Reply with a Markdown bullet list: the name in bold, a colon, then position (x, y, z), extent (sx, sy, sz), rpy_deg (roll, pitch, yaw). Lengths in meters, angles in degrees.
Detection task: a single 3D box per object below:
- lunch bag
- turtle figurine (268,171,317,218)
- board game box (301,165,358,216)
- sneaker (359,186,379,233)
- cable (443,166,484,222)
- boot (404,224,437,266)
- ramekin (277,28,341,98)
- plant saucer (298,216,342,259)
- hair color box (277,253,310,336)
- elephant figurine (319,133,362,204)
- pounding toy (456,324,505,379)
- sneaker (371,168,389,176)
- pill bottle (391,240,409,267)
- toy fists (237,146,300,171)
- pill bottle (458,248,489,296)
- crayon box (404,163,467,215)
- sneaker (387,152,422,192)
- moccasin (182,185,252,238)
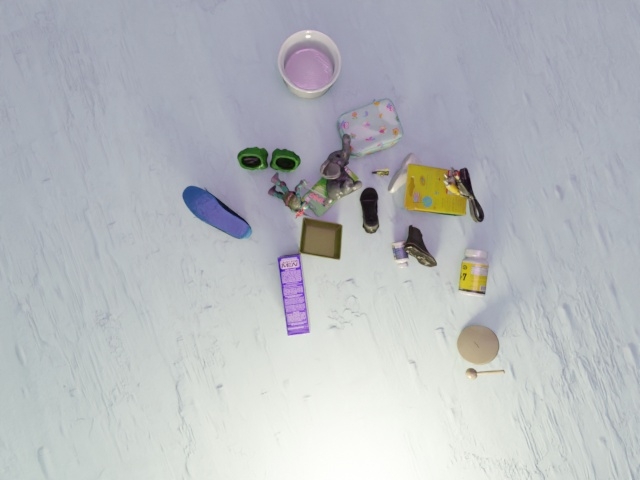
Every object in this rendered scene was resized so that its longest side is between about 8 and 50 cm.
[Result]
- **lunch bag**: position (0.225, -0.515, 1.835), extent (0.280, 0.108, 0.223), rpy_deg (-20, 88, -4)
- **turtle figurine**: position (-0.118, -0.195, 1.784), extent (0.234, 0.118, 0.175), rpy_deg (32, 118, 10)
- **board game box**: position (0.042, -0.237, 1.857), extent (0.124, 0.039, 0.259), rpy_deg (45, 85, -1)
- **sneaker**: position (0.225, -0.129, 1.849), extent (0.087, 0.130, 0.227), rpy_deg (-4, 62, 1)
- **cable**: position (0.654, -0.212, 1.816), extent (0.287, 0.072, 0.139), rpy_deg (49, 59, -25)
- **boot**: position (0.474, 0.025, 1.864), extent (0.198, 0.077, 0.136), rpy_deg (37, 50, -29)
- **ramekin**: position (-0.050, -0.778, 1.808), extent (0.278, 0.135, 0.276), rpy_deg (0, 90, -4)
- **plant saucer**: position (0.000, 0.000, 1.813), extent (0.189, 0.045, 0.188), rpy_deg (10, 61, -8)
- **hair color box**: position (-0.115, 0.230, 1.767), extent (0.110, 0.185, 0.337), rpy_deg (-6, 89, -2)
- **elephant figurine**: position (0.071, -0.312, 1.773), extent (0.186, 0.169, 0.239), rpy_deg (-27, 91, -28)
- **pounding toy**: position (0.736, 0.517, 1.845), extent (0.183, 0.110, 0.236), rpy_deg (-19, 51, 25)
- **sneaker**: position (0.280, -0.314, 1.873), extent (0.084, 0.031, 0.035), rpy_deg (-6, 90, -3)
- **pill bottle**: position (0.370, 0.064, 1.856), extent (0.067, 0.067, 0.120), rpy_deg (-12, 90, -3)
- **toy fists**: position (-0.228, -0.360, 1.793), extent (0.280, 0.142, 0.096), rpy_deg (2, 120, -3)
- **pill bottle**: position (0.704, 0.147, 1.848), extent (0.120, 0.119, 0.208), rpy_deg (8, 88, -3)
- **crayon box**: position (0.510, -0.227, 1.825), extent (0.319, 0.081, 0.201), rpy_deg (6, 89, -18)
- **sneaker**: position (0.398, -0.296, 1.862), extent (0.094, 0.080, 0.212), rpy_deg (35, 86, -14)
- **moccasin**: position (-0.461, -0.109, 1.788), extent (0.342, 0.117, 0.137), rpy_deg (40, 88, -5)
